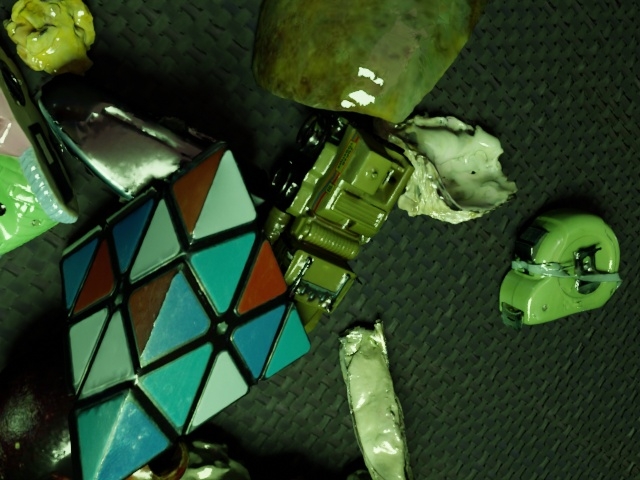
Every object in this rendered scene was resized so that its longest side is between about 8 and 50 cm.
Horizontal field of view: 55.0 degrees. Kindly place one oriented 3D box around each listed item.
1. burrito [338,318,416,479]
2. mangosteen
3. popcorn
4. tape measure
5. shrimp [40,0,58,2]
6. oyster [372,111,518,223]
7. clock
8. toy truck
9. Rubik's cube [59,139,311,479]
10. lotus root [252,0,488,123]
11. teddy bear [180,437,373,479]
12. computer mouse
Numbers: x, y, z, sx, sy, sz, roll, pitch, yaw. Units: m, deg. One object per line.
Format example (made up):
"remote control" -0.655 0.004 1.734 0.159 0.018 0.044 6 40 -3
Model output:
"burrito" 0.073 0.215 0.761 0.063 0.058 0.229 5 70 -51
"mangosteen" -0.223 0.201 0.605 0.194 0.194 0.230 -20 80 -16
"popcorn" -0.264 -0.197 0.585 0.084 0.084 0.084 -4 103 -20
"tape measure" 0.337 0.033 0.841 0.178 0.087 0.153 -9 104 -21
"shrimp" -0.281 -0.261 0.499 0.343 0.145 0.116 -12 141 -27
"oyster" 0.144 -0.096 0.757 0.191 0.081 0.163 46 59 -8
"clock" -0.348 -0.065 0.556 0.196 0.100 0.193 -20 108 -7
"toy truck" -0.002 0.000 0.669 0.127 0.127 0.257 24 108 -27
"Rubik's cube" -0.156 0.051 0.603 0.250 0.234 0.284 20 87 -58
"lotus root" 0.069 -0.272 0.645 0.210 0.142 0.314 23 91 -22
"teddy bear" -0.076 0.449 0.741 0.358 0.224 0.367 16 110 -25
"computer mouse" -0.163 -0.077 0.604 0.233 0.137 0.096 24 91 -18
